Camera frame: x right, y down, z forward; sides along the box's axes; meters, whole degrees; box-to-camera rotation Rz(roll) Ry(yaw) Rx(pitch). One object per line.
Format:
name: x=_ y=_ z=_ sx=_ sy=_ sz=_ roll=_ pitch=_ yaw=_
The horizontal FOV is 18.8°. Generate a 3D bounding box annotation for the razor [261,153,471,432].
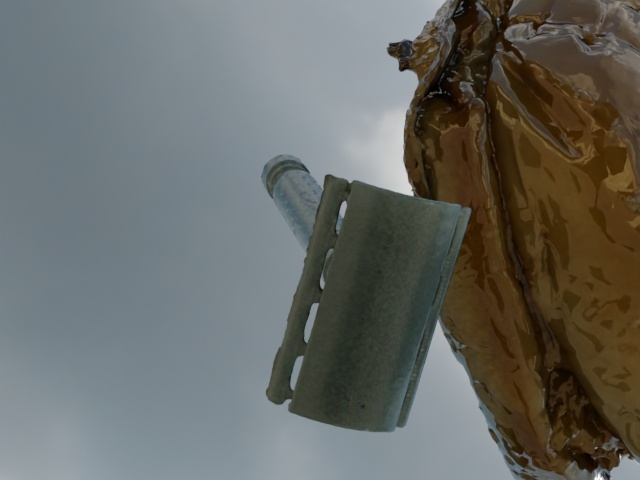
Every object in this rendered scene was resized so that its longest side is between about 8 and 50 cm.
razor: x=0.000 y=0.000 z=0.924 sx=0.068 sy=0.232 sz=0.106 roll=13 pitch=-77 yaw=-16

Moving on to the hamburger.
hamburger: x=0.146 y=-0.006 z=1.052 sx=0.158 sy=0.318 sz=0.319 roll=-19 pitch=-81 yaw=20
